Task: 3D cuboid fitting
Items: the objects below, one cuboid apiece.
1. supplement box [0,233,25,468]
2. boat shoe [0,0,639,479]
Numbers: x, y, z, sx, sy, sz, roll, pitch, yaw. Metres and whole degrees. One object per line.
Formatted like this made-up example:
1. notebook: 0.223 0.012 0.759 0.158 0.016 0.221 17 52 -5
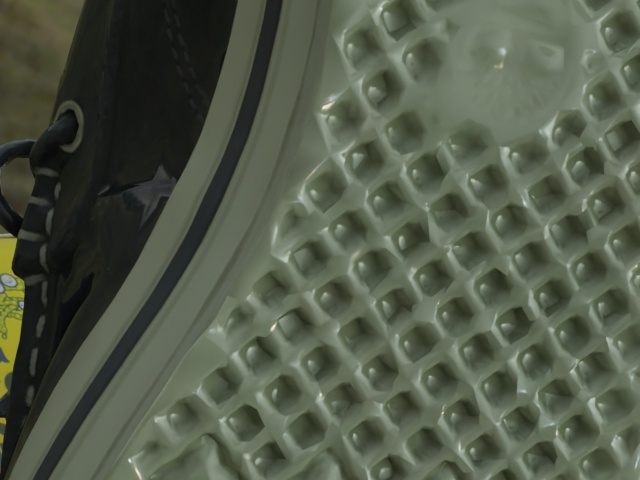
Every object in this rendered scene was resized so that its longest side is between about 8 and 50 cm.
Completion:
1. supplement box: -0.275 0.182 1.236 0.194 0.356 0.195 -2 48 -42
2. boat shoe: 0.000 0.000 0.590 0.186 0.500 0.156 11 7 -24
